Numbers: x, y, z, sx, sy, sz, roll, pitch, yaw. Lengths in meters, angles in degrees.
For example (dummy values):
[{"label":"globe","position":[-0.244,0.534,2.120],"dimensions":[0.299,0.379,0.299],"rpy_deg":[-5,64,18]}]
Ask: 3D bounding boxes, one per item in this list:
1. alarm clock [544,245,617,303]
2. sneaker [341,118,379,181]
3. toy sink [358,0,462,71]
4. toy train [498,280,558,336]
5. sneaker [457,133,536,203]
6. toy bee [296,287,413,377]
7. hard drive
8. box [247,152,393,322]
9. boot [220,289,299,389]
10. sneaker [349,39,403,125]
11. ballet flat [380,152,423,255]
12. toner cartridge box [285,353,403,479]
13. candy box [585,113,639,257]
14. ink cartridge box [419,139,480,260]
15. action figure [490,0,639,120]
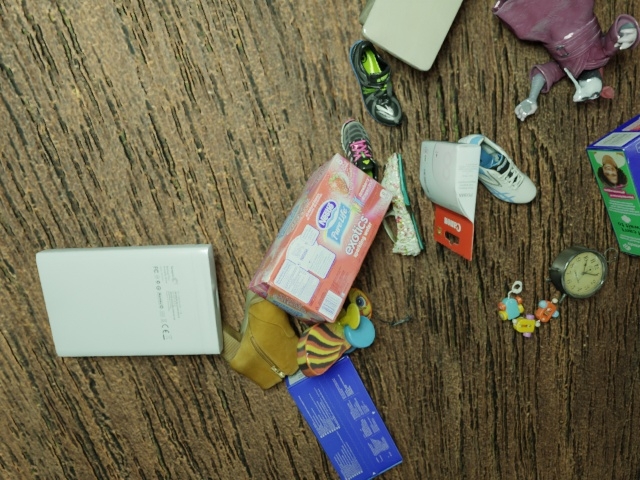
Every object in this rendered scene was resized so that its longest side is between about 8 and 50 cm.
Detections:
[{"label":"alarm clock","position":[0.672,0.071,1.117],"dimensions":[0.191,0.064,0.130],"rpy_deg":[-25,106,-2]},{"label":"sneaker","position":[0.091,-0.177,0.946],"dimensions":[0.063,0.075,0.171],"rpy_deg":[-16,106,-6]},{"label":"toy sink","position":[0.175,-0.461,0.862],"dimensions":[0.152,0.131,0.234],"rpy_deg":[23,94,-15]},{"label":"toy train","position":[0.527,0.174,1.131],"dimensions":[0.166,0.046,0.125],"rpy_deg":[32,90,-16]},{"label":"sneaker","position":[0.412,-0.156,1.004],"dimensions":[0.237,0.086,0.085],"rpy_deg":[32,95,-17]},{"label":"toy bee","position":[0.051,0.177,1.004],"dimensions":[0.195,0.298,0.162],"rpy_deg":[-36,78,35]},{"label":"hard drive","position":[-0.390,0.128,0.914],"dimensions":[0.352,0.047,0.233],"rpy_deg":[-2,104,3]},{"label":"box","position":[0.000,0.000,0.880],"dimensions":[0.154,0.142,0.300],"rpy_deg":[33,68,-16]},{"label":"boot","position":[-0.093,0.195,1.004],"dimensions":[0.295,0.104,0.211],"rpy_deg":[-45,113,7]},{"label":"sneaker","position":[0.118,-0.324,0.912],"dimensions":[0.067,0.078,0.188],"rpy_deg":[-29,108,-2]},{"label":"ballet flat","position":[0.170,-0.073,0.987],"dimensions":[0.077,0.091,0.241],"rpy_deg":[-12,103,16]},{"label":"toner cartridge box","position":[0.061,0.444,1.097],"dimensions":[0.165,0.075,0.348],"rpy_deg":[-27,107,-2]},{"label":"candy box","position":[0.838,-0.153,1.061],"dimensions":[0.268,0.122,0.317],"rpy_deg":[-31,106,-2]},{"label":"ink cartridge box","position":[0.267,-0.093,0.939],"dimensions":[0.066,0.189,0.233],"rpy_deg":[2,104,-10]},{"label":"action figure","position":[0.518,-0.442,0.936],"dimensions":[0.370,0.248,0.276],"rpy_deg":[42,51,-29]}]
